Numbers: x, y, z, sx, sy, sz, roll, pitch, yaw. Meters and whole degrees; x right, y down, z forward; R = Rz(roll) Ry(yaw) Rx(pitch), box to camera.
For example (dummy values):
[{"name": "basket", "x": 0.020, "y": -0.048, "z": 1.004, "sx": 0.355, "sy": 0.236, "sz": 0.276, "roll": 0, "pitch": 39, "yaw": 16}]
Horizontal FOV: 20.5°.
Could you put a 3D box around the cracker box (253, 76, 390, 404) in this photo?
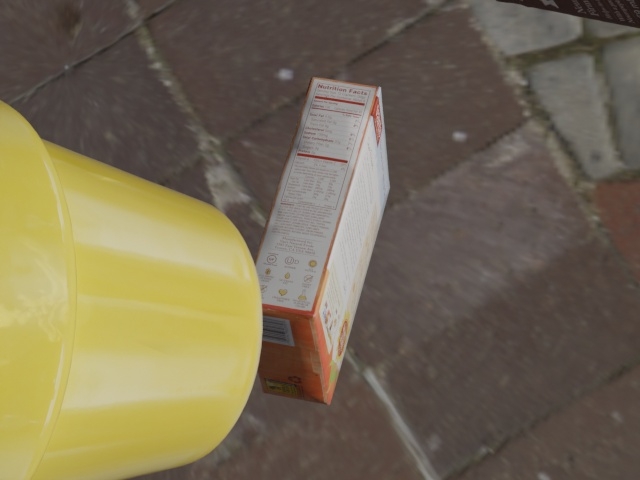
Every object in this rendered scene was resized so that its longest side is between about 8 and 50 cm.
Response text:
[{"name": "cracker box", "x": 0.000, "y": 0.000, "z": 1.499, "sx": 0.067, "sy": 0.156, "sz": 0.232, "roll": 10, "pitch": 59, "yaw": 12}]

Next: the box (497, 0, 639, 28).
[{"name": "box", "x": 0.247, "y": -0.319, "z": 1.655, "sx": 0.168, "sy": 0.203, "sz": 0.167, "roll": 41, "pitch": 71, "yaw": -49}]

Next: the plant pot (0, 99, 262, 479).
[{"name": "plant pot", "x": -0.173, "y": 0.047, "z": 1.000, "sx": 0.239, "sy": 0.254, "sz": 0.254, "roll": 8, "pitch": 95, "yaw": -41}]
